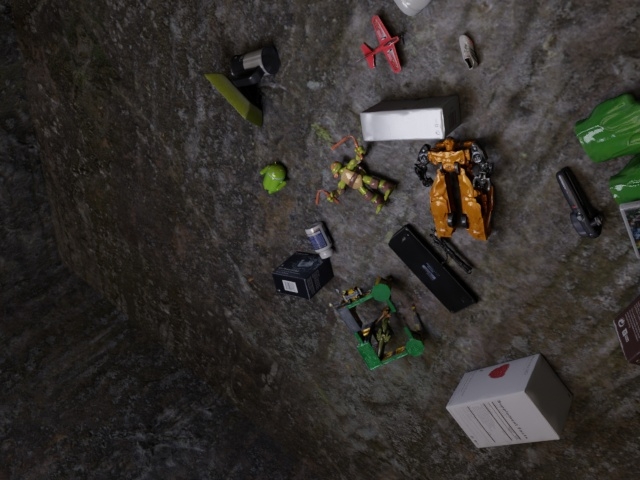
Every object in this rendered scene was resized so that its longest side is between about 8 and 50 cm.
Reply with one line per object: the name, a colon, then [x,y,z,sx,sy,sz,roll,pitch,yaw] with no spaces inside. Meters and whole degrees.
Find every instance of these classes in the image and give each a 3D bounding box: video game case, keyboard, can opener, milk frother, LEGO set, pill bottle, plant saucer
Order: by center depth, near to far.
video game case: [0.751,-0.031,1.047,0.173,0.022,0.190,-12,138,37]
can opener: [0.607,-0.085,1.170,0.073,0.059,0.186,-21,104,46]
keyboard: [0.360,0.074,1.507,0.317,0.033,0.201,47,143,2]
milk frother: [-0.187,-0.505,1.524,0.135,0.143,0.129,2,75,37]
plant saucer: [-0.262,-0.455,1.578,0.045,0.188,0.188,-43,87,9]
LEGO set: [0.206,0.265,1.702,0.255,0.192,0.331,-37,96,18]
pill bottle: [0.000,0.000,1.725,0.067,0.067,0.120,-11,110,44]

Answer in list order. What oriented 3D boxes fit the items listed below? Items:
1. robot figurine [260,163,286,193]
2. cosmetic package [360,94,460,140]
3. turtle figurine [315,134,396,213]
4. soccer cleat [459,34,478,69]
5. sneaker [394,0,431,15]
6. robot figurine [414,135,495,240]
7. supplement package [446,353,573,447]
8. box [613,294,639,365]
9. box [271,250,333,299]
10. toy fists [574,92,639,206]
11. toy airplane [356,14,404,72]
robot figurine: [-0.158,-0.215,1.706,0.101,0.067,0.115,48,138,20]
cosmetic package: [0.231,-0.315,1.282,0.231,0.117,0.085,7,122,35]
turtle figurine: [0.106,-0.174,1.503,0.217,0.087,0.269,34,127,6]
soccer cleat: [0.344,-0.439,1.159,0.029,0.036,0.083,-11,111,43]
sneaker: [0.163,-0.655,1.101,0.290,0.106,0.123,46,154,-11]
robot figurine: [0.363,-0.140,1.315,0.211,0.085,0.290,6,122,37]
supplement package: [0.572,0.493,1.512,0.175,0.177,0.293,53,137,-2]
box: [0.832,0.130,1.037,0.191,0.143,0.381,17,131,-1]
box: [-0.064,0.123,1.795,0.156,0.158,0.093,8,123,35]
toy fists: [0.667,-0.178,1.033,0.279,0.096,0.142,55,146,-8]
toy airplane: [0.156,-0.495,1.282,0.151,0.028,0.151,21,129,29]
